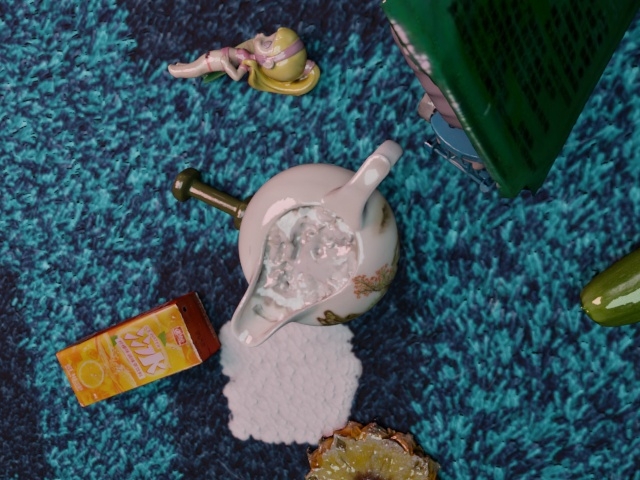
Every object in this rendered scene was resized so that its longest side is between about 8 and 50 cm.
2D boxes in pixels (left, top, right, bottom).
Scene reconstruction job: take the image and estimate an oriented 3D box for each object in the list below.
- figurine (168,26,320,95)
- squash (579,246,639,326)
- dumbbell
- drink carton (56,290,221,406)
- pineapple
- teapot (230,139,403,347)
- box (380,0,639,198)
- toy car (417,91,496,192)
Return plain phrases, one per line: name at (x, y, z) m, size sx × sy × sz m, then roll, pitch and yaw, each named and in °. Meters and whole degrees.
figurine at (-0.095, -0.219, 0.664) m, size 0.187 × 0.083 × 0.083 m, roll -5°, pitch 100°, yaw 8°
squash at (0.427, 0.015, 0.572) m, size 0.292 × 0.082 × 0.082 m, roll -28°, pitch 93°, yaw 19°
dumbbell at (-0.141, -0.056, 0.714) m, size 0.118 × 0.052 × 0.046 m, roll 26°, pitch 130°, yaw 8°
drink carton at (-0.268, 0.162, 0.780) m, size 0.222 × 0.071 × 0.096 m, roll -23°, pitch 94°, yaw 16°
pineapple at (0.076, 0.355, 0.745) m, size 0.221 × 0.047 × 0.221 m, roll 2°, pitch 102°, yaw 12°
teapot at (0.000, 0.000, 0.645) m, size 0.204 × 0.139 × 0.298 m, roll 35°, pitch 107°, yaw 7°
box at (0.179, -0.236, 0.484) m, size 0.106 × 0.264 × 0.337 m, roll 19°, pitch 72°, yaw 46°
toy car at (0.199, -0.148, 0.605) m, size 0.126 × 0.098 × 0.161 m, roll 41°, pitch 82°, yaw 20°
